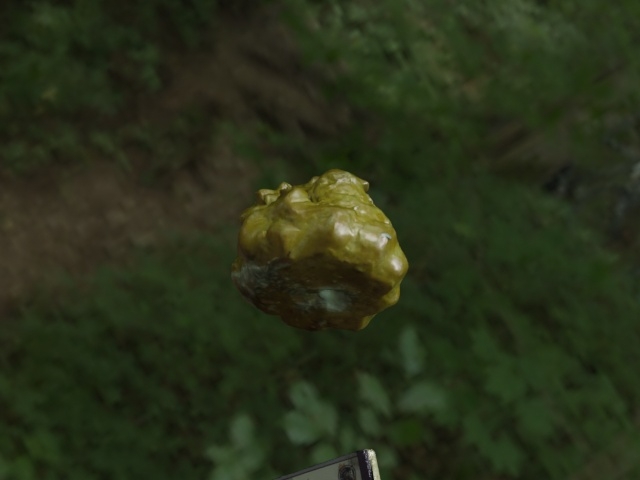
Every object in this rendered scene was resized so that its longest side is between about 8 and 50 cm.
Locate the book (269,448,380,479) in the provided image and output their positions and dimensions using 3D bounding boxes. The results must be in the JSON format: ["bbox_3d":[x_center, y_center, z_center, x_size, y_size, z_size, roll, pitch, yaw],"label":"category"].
[{"bbox_3d":[-0.023,0.347,1.949,0.026,0.231,0.157,21,53,-54],"label":"book"}]

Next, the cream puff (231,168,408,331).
[{"bbox_3d":[0.000,0.000,1.334,0.146,0.146,0.116,67,21,-49],"label":"cream puff"}]
